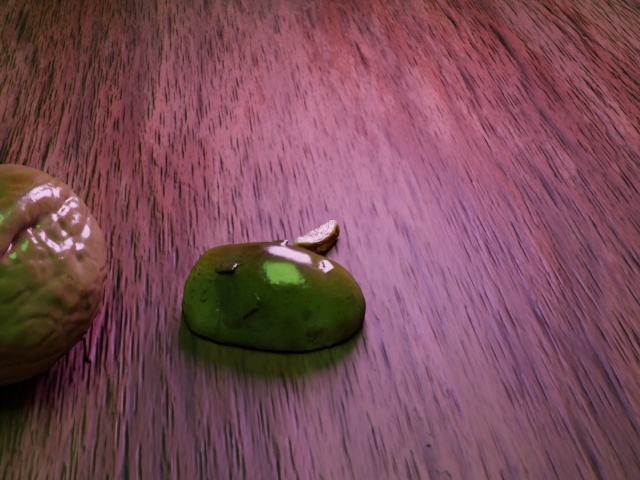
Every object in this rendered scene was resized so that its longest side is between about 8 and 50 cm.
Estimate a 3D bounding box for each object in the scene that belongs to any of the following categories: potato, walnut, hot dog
[{"bbox_3d":[-0.073,0.060,1.367,0.271,0.111,0.160,9,35,17],"label":"potato"},{"bbox_3d":[-0.431,0.048,1.291,0.252,0.277,0.313,-21,28,34],"label":"walnut"},{"bbox_3d":[0.000,0.000,1.511,0.090,0.030,0.034,-28,42,-29],"label":"hot dog"}]
